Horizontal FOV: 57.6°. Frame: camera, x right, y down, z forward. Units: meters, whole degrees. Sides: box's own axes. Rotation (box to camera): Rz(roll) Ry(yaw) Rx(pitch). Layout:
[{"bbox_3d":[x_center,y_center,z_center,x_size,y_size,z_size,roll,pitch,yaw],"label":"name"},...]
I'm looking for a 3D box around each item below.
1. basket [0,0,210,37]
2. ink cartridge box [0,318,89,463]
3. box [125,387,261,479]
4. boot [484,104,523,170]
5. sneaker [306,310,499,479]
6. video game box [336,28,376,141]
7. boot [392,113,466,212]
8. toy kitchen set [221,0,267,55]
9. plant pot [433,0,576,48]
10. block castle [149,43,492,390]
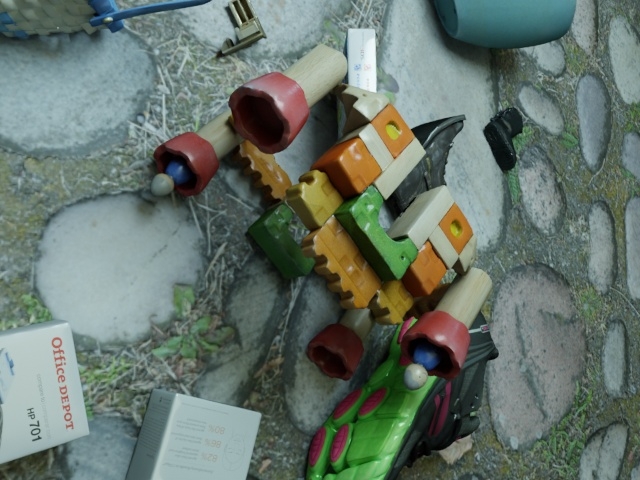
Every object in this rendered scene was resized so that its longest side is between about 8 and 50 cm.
[{"bbox_3d":[-0.288,-0.385,0.696,0.289,0.201,0.255,-17,94,-3],"label":"basket"},{"bbox_3d":[-0.374,0.176,0.651,0.190,0.082,0.140,-10,89,-33],"label":"ink cartridge box"},{"bbox_3d":[-0.172,0.295,0.765,0.130,0.091,0.170,24,70,-30],"label":"box"},{"bbox_3d":[0.409,-0.225,1.265,0.099,0.045,0.121,-37,104,-36],"label":"boot"},{"bbox_3d":[0.159,0.283,0.938,0.483,0.185,0.202,-45,105,-29],"label":"sneaker"},{"bbox_3d":[0.054,-0.201,0.927,0.048,0.205,0.187,-2,83,-3],"label":"video game box"},{"bbox_3d":[0.218,-0.094,1.101,0.263,0.091,0.229,-39,111,-28],"label":"boot"},{"bbox_3d":[-0.133,-0.335,0.899,0.068,0.083,0.075,-24,99,8],"label":"toy kitchen set"},{"bbox_3d":[0.333,-0.498,1.139,0.195,0.290,0.290,-22,97,2],"label":"plant pot"},{"bbox_3d":[0.000,0.000,0.800,0.453,0.303,0.213,54,53,-16],"label":"block castle"}]
